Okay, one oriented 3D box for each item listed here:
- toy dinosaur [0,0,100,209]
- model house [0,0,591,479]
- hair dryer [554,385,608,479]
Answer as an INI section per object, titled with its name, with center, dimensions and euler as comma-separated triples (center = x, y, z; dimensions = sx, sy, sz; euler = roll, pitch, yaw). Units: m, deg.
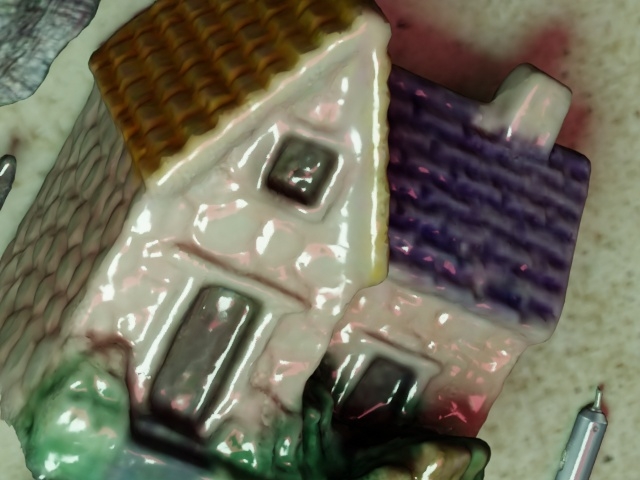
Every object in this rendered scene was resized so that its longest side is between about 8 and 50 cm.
[toy dinosaur]
center = -0.186, -0.118, 0.865
dimensions = 0.162, 0.077, 0.294
euler = 22, 117, -20
[model house]
center = 0.000, 0.000, 0.863
dimensions = 0.237, 0.202, 0.237
euler = 23, 103, -16
[hair dryer]
center = 0.127, 0.130, 1.019
dimensions = 0.063, 0.037, 0.114
euler = 17, 96, -13
